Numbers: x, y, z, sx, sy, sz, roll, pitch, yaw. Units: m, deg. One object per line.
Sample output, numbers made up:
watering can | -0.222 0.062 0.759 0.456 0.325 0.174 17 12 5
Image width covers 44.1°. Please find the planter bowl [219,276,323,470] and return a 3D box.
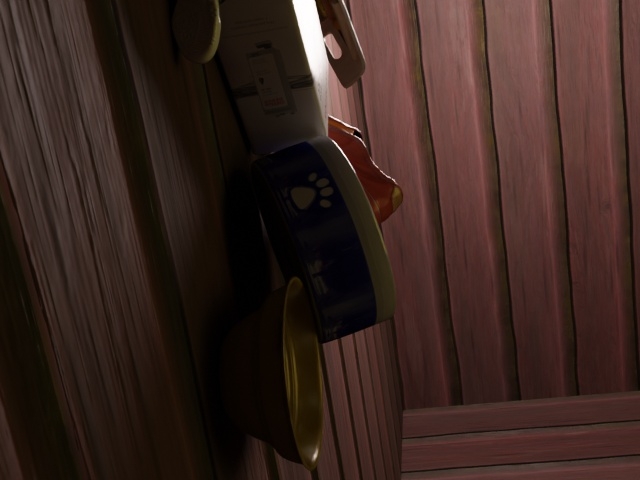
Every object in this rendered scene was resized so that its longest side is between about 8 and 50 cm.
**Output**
planter bowl | -0.059 0.153 0.898 0.217 0.090 0.217 -7 90 -81

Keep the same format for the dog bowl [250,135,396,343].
dog bowl | 0.000 0.000 1.060 0.265 0.104 0.265 159 -90 -80

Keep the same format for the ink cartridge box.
ink cartridge box | -0.068 -0.291 1.086 0.283 0.117 0.207 73 13 -48

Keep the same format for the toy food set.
toy food set | -0.015 -0.470 1.581 0.219 0.092 0.306 65 5 27

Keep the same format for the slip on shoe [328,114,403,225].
slip on shoe | 0.012 -0.144 1.235 0.331 0.101 0.123 53 -19 30

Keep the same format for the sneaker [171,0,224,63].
sneaker | -0.127 -0.262 0.874 0.084 0.058 0.152 12 65 -72
